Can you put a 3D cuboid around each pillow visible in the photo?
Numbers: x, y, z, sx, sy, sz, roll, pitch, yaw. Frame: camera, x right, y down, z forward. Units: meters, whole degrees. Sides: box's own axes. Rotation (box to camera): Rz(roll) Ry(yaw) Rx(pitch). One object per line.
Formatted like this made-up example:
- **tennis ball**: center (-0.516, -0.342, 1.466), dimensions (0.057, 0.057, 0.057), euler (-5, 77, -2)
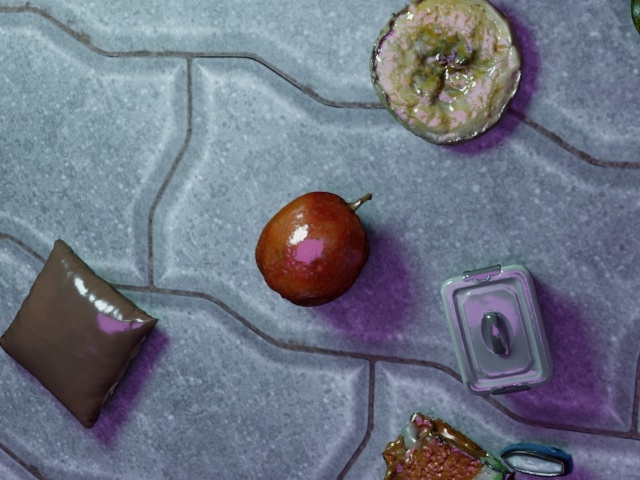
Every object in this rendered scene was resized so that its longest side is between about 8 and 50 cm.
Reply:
- **pillow**: center (-0.535, 0.200, 1.608), dimensions (0.305, 0.108, 0.308), euler (37, 105, 13)

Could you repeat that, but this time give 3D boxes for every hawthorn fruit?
- **hawthorn fruit**: center (0.000, 0.000, 1.373), dimensions (0.205, 0.205, 0.253), euler (39, 100, 7)

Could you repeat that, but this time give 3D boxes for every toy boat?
- **toy boat**: center (0.400, 0.407, 1.384), dimensions (0.137, 0.061, 0.060), euler (-4, 90, 29)

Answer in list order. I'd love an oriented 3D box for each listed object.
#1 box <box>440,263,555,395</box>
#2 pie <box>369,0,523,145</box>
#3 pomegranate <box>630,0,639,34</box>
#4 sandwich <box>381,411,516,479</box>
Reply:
- **box**: center (0.319, 0.154, 1.332), dimensions (0.162, 0.130, 0.227), euler (-14, 94, 19)
- **pie**: center (0.219, -0.301, 1.304), dimensions (0.274, 0.055, 0.274), euler (2, 105, 6)
- **pomegranate**: center (0.609, -0.354, 1.124), dimensions (0.222, 0.204, 0.277), euler (-39, 90, 3)
- **sandwich**: center (0.214, 0.451, 1.419), dimensions (0.212, 0.109, 0.292), euler (44, 111, 17)
